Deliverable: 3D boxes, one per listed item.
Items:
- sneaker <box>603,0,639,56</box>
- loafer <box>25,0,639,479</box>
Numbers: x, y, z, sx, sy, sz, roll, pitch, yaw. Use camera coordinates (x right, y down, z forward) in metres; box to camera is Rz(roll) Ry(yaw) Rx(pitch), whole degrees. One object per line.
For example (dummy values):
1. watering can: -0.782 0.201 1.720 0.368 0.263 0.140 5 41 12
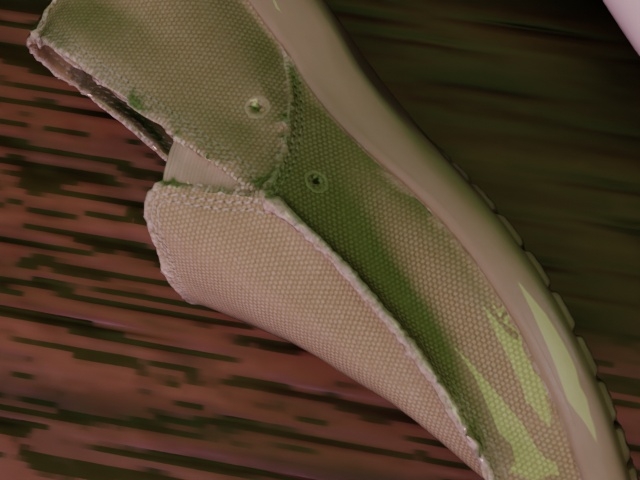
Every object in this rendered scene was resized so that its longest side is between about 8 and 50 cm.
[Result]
1. sneaker: 0.042 -0.148 0.564 0.123 0.106 0.290 -33 72 14
2. loafer: 0.000 0.000 0.533 0.092 0.102 0.268 -36 68 0
